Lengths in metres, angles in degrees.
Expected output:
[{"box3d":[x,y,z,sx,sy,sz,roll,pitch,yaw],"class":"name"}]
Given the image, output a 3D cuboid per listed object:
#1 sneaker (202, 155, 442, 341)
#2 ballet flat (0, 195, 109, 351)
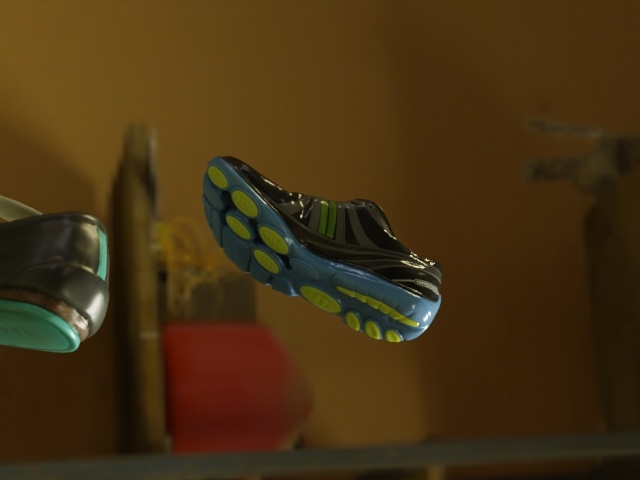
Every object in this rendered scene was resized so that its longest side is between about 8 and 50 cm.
[{"box3d":[0.000,0.000,1.249,0.078,0.188,0.067,-58,178,-43],"class":"sneaker"},{"box3d":[-0.250,0.017,1.120,0.095,0.280,0.096,61,37,-53],"class":"ballet flat"}]
